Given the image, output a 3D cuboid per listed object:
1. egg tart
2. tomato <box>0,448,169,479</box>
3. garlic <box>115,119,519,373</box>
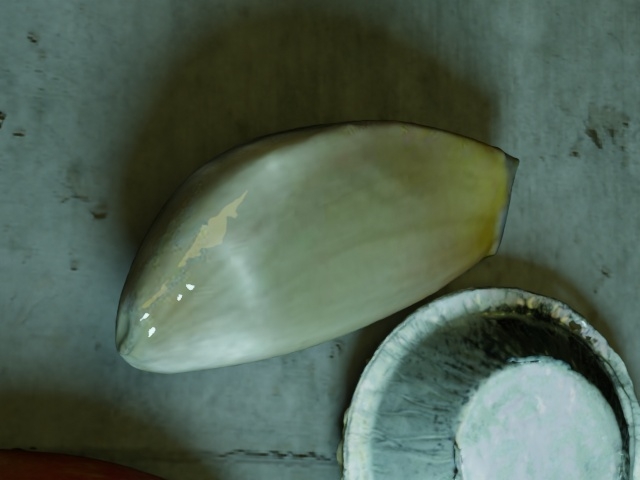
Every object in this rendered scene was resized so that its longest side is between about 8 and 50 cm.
[{"bbox_3d":[0.125,0.142,1.141,0.234,0.094,0.234,4,78,-21],"label":"egg tart"},{"bbox_3d":[-0.157,0.275,0.990,0.338,0.144,0.338,4,78,-19],"label":"tomato"},{"bbox_3d":[-0.002,-0.009,1.107,0.318,0.112,0.143,-14,110,-28],"label":"garlic"}]
